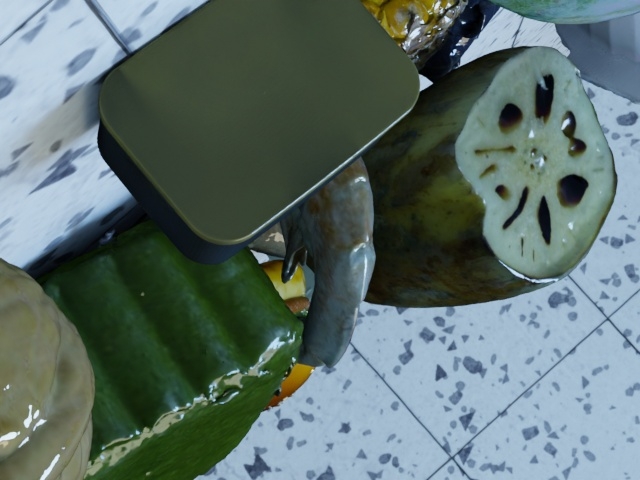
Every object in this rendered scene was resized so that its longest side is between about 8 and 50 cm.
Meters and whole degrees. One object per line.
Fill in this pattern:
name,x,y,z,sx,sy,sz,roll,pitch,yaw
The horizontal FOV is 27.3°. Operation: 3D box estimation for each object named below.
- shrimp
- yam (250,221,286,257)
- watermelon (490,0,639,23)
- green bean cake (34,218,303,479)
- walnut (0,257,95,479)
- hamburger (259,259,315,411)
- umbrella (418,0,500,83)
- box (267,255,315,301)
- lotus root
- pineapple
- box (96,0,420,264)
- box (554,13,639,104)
shrimp,-0.038,0.006,1.251,0.085,0.247,0.360,-8,172,-26
yam,0.000,0.000,1.604,0.300,0.066,0.066,14,129,-48
watermelon,0.214,-0.280,1.039,0.256,0.260,0.176,-26,-164,30
green bean cake,-0.206,0.129,1.206,0.319,0.218,0.335,-30,162,-27
walnut,-0.255,0.122,0.810,0.261,0.225,0.225,-39,173,-34
hamburger,-0.111,0.127,1.543,0.246,0.170,0.246,-16,173,-2
umbrella,0.170,-0.264,1.371,0.224,0.080,0.071,-46,138,12
box,0.031,-0.020,1.799,0.129,0.148,0.210,-22,158,-49
lotus root,0.104,-0.054,1.334,0.346,0.250,0.250,-6,-158,46
pineapple,0.060,-0.183,1.204,0.225,0.076,0.225,-41,175,-4
box,-0.047,-0.088,0.915,0.201,0.144,0.090,-40,177,-21
box,0.320,-0.280,1.214,0.262,0.291,0.206,-8,144,13
